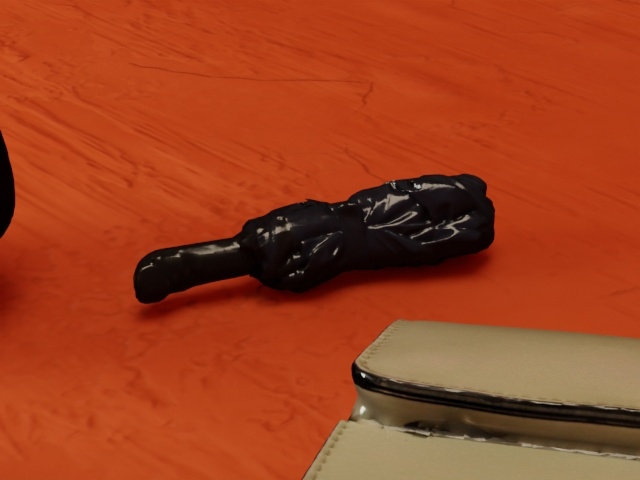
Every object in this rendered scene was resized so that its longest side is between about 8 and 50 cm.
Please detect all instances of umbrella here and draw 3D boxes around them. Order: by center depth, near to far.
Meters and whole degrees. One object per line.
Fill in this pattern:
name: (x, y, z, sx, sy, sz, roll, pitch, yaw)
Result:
umbrella: (-0.003, -0.004, 1.066, 0.248, 0.071, 0.071, -8, 27, -15)

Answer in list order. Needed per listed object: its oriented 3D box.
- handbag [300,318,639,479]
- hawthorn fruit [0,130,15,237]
handbag: (0.183, 0.132, 0.687, 0.358, 0.160, 0.237, 6, 20, 14)
hawthorn fruit: (-0.321, -0.044, 1.031, 0.251, 0.189, 0.189, 9, 28, 27)
